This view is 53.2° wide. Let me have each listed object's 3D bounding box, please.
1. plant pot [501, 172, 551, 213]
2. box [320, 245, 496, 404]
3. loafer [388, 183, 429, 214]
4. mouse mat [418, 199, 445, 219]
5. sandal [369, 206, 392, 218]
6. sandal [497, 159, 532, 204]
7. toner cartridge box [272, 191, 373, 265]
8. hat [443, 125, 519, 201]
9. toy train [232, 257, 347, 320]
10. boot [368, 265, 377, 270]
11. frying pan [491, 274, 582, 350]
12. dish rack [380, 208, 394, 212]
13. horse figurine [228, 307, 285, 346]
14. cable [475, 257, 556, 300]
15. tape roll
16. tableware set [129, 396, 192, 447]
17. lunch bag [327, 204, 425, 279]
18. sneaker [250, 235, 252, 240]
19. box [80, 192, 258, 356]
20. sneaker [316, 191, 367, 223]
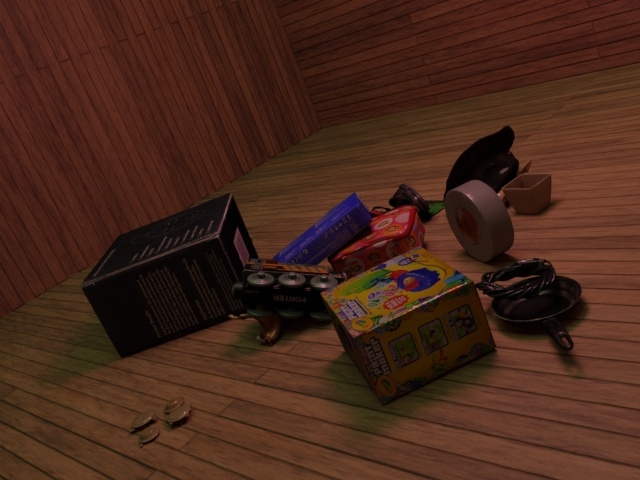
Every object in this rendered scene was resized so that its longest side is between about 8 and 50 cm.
[{"bbox_3d":[0.638,-0.138,1.946,0.109,0.096,0.109,-33,21,-29],"label":"plant pot"},{"bbox_3d":[0.187,0.179,1.450,0.279,0.176,0.290,-25,19,-7],"label":"box"},{"bbox_3d":[0.313,-0.133,2.297,0.095,0.109,0.302,-40,11,5],"label":"loafer"},{"bbox_3d":[0.366,-0.112,2.314,0.153,0.007,0.190,-33,23,-31],"label":"mouse mat"},{"bbox_3d":[0.211,-0.095,2.172,0.179,0.040,0.067,-3,26,37],"label":"sandal"},{"bbox_3d":[0.659,-0.170,2.085,0.079,0.088,0.240,30,55,27],"label":"sandal"},{"bbox_3d":[0.000,0.000,1.988,0.348,0.075,0.165,-38,13,10],"label":"toner cartridge box"},{"bbox_3d":[0.561,-0.210,2.111,0.331,0.331,0.134,-31,61,-25],"label":"hat"},{"bbox_3d":[-0.077,0.131,1.820,0.334,0.142,0.190,3,23,3],"label":"toy train"},{"bbox_3d":[0.127,0.146,1.773,0.137,0.076,0.198,-29,18,-5],"label":"boot"},{"bbox_3d":[0.503,0.150,1.369,0.197,0.053,0.326,-25,19,-12],"label":"frying pan"},{"bbox_3d":[0.188,-0.045,2.222,0.272,0.074,0.208,-9,24,30],"label":"dish rack"},{"bbox_3d":[-0.141,0.207,1.888,0.175,0.066,0.263,7,26,32],"label":"horse figurine"},{"bbox_3d":[0.448,0.098,1.472,0.185,0.047,0.150,-13,22,21],"label":"cable"},{"bbox_3d":[0.432,-0.053,1.749,0.072,0.219,0.219,-25,19,-12],"label":"tape roll"},{"bbox_3d":[-0.399,0.445,1.601,0.169,0.020,0.141,-27,17,-12],"label":"tableware set"},{"bbox_3d":[0.180,0.001,1.994,0.293,0.120,0.258,-21,20,24],"label":"lunch bag"},{"bbox_3d":[-0.400,0.057,2.592,0.279,0.107,0.118,-23,37,7],"label":"sneaker"},{"bbox_3d":[-0.491,0.100,2.219,0.472,0.297,0.480,-19,19,5],"label":"box"},{"bbox_3d":[0.077,-0.089,2.451,0.258,0.091,0.094,-32,10,49],"label":"sneaker"}]
